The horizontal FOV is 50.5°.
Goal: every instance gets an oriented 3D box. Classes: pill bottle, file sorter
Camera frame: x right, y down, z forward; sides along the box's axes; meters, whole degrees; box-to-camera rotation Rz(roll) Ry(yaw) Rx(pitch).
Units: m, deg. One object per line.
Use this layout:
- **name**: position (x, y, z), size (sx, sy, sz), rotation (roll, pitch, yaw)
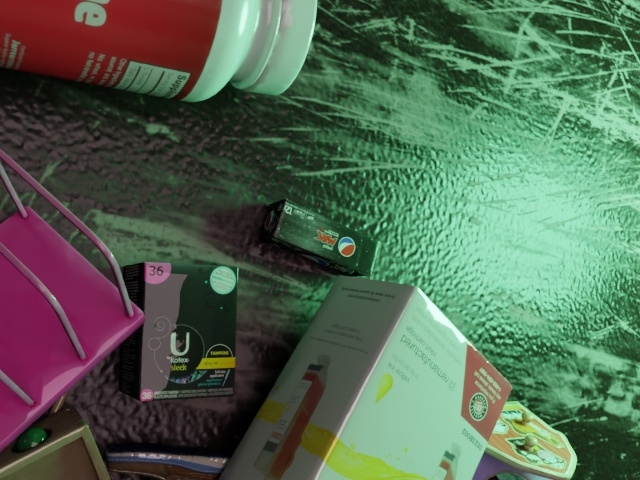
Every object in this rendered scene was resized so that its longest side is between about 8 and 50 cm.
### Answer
- **pill bottle**: position (-0.221, -0.288, 0.778), size (0.407, 0.229, 0.229), rotation (5, 83, -30)
- **file sorter**: position (-0.356, 0.078, 0.653), size (0.202, 0.182, 0.290), rotation (39, 64, 13)

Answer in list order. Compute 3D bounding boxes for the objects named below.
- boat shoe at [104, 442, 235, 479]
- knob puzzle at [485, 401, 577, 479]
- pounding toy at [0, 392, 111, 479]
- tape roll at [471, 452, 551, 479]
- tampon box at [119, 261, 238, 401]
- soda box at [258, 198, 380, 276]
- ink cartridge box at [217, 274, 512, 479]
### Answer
- **boat shoe**: position (-0.180, 0.294, 0.844), size (0.183, 0.066, 0.066), rotation (16, 80, -28)
- **knob puzzle**: position (0.315, 0.302, 1.054), size (0.213, 0.213, 0.030), rotation (8, 107, -29)
- **pounding toy**: position (-0.307, 0.248, 0.771), size (0.130, 0.100, 0.141), rotation (-25, 109, -29)
- **tape roll**: position (0.260, 0.451, 1.071), size (0.275, 0.090, 0.275), rotation (3, 84, -29)
- **tampon box**: position (-0.177, 0.110, 0.841), size (0.120, 0.101, 0.161), rotation (4, 84, -30)
- **soda box**: position (0.000, 0.000, 0.980), size (0.169, 0.053, 0.060), rotation (23, 76, -26)
- **ink cartridge box**: position (0.061, 0.284, 0.904), size (0.279, 0.160, 0.385), rotation (45, 66, -33)
